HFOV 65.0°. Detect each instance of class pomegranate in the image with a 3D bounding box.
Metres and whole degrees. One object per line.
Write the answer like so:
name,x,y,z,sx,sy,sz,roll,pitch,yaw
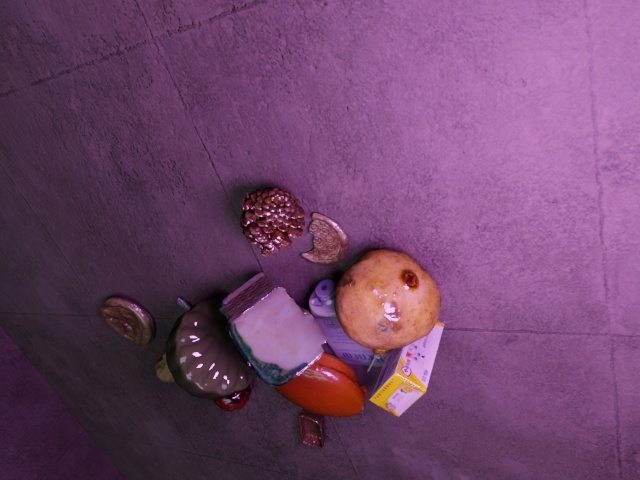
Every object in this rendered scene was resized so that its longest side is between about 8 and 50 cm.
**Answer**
pomegranate,0.179,0.163,1.347,0.282,0.281,0.281,15,130,18

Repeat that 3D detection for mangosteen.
mangosteen,-0.368,0.628,2.083,0.166,0.166,0.180,25,158,10

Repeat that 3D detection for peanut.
peanut,-0.604,0.512,2.121,0.152,0.152,0.313,43,136,-7

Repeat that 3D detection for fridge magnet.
fridge magnet,-0.013,0.507,1.767,0.364,0.155,0.363,14,142,11

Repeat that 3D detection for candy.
candy,0.172,0.365,1.582,0.061,0.060,0.200,24,139,10

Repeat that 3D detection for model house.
model house,-0.169,0.265,1.616,0.298,0.243,0.284,58,169,-25

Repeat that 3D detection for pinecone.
pinecone,-0.141,-0.056,1.425,0.184,0.179,0.204,60,150,7

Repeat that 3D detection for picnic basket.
picnic basket,-0.032,0.775,2.072,0.110,0.054,0.193,13,129,21

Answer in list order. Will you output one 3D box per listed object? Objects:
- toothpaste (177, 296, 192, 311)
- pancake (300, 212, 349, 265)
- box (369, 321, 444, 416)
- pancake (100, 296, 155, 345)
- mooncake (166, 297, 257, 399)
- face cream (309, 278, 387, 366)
toothpaste,-0.491,0.282,1.962,0.170,0.028,0.045,35,140,3
pancake,0.000,0.000,1.490,0.184,0.020,0.190,-5,121,32
box,0.254,0.351,1.455,0.097,0.265,0.168,31,131,2
pancake,-0.839,0.352,2.188,0.295,0.049,0.294,14,131,17
mooncake,-0.374,0.386,1.787,0.351,0.351,0.187,44,144,-8
face cream,0.093,0.279,1.611,0.235,0.137,0.420,-4,133,29
